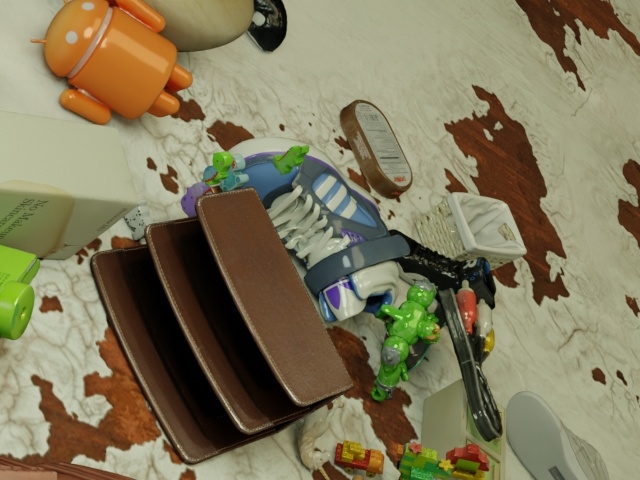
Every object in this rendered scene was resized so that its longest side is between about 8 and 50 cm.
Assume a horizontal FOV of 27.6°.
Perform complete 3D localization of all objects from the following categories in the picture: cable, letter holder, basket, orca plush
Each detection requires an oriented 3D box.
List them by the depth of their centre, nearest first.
[{"bbox_3d":[-0.133,0.106,1.665,0.214,0.152,0.301,-12,71,-52],"label":"letter holder"},{"bbox_3d":[0.238,0.168,1.969,0.139,0.072,0.287,59,12,-32],"label":"cable"},{"bbox_3d":[-0.099,-0.466,2.234,0.151,0.102,0.287,25,44,-37],"label":"orca plush"},{"bbox_3d":[0.262,-0.007,2.285,0.167,0.103,0.113,7,57,-47],"label":"basket"}]

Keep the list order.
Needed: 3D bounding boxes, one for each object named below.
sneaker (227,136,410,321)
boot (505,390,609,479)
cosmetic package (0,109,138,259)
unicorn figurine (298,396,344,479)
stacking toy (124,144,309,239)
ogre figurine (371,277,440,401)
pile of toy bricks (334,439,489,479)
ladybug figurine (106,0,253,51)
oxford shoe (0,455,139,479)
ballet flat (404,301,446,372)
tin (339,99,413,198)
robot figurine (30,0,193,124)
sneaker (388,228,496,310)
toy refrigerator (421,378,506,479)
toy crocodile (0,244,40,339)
[{"bbox_3d":[0.000,0.000,1.931,0.323,0.130,0.236,28,38,-42],"label":"sneaker"},{"bbox_3d":[0.399,0.350,2.174,0.258,0.095,0.123,62,27,-5],"label":"boot"},{"bbox_3d":[-0.384,-0.064,1.495,0.309,0.160,0.113,5,59,-48],"label":"cosmetic package"},{"bbox_3d":[0.000,0.238,1.776,0.111,0.060,0.162,-47,131,-52],"label":"unicorn figurine"},{"bbox_3d":[-0.143,-0.075,1.748,0.167,0.221,0.052,-14,75,-50],"label":"stacking toy"},{"bbox_3d":[0.126,0.136,1.932,0.097,0.118,0.197,41,74,16],"label":"ogre figurine"},{"bbox_3d":[0.128,0.313,1.777,0.212,0.105,0.118,13,41,-3],"label":"pile of toy bricks"},{"bbox_3d":[-0.292,-0.454,1.933,0.449,0.162,0.305,50,33,-9],"label":"ladybug figurine"},{"bbox_3d":[-0.272,0.312,1.372,0.397,0.140,0.146,21,79,-47],"label":"oxford shoe"},{"bbox_3d":[0.160,0.135,2.072,0.074,0.074,0.203,53,36,-4],"label":"ballet flat"},{"bbox_3d":[0.098,-0.162,2.279,0.106,0.040,0.189,-8,68,-48],"label":"tin"},{"bbox_3d":[-0.287,-0.250,1.794,0.219,0.158,0.128,32,25,-22],"label":"robot figurine"},{"bbox_3d":[0.209,0.040,2.162,0.217,0.121,0.079,46,34,-13],"label":"sneaker"},{"bbox_3d":[0.213,0.345,1.933,0.102,0.094,0.269,38,37,-24],"label":"toy refrigerator"},{"bbox_3d":[-0.390,0.115,1.388,0.115,0.105,0.340,13,35,2],"label":"toy crocodile"}]
